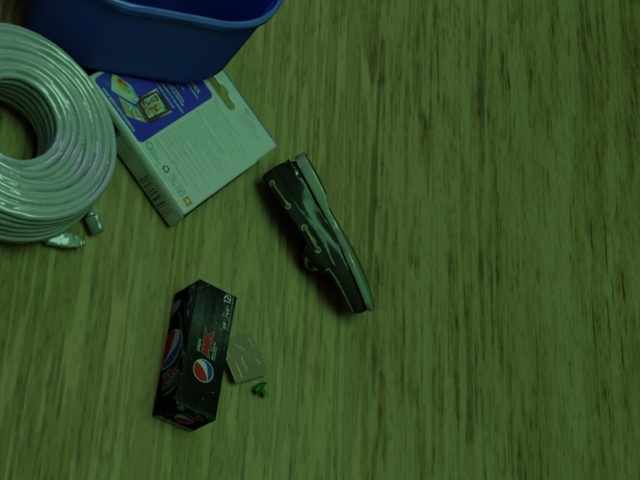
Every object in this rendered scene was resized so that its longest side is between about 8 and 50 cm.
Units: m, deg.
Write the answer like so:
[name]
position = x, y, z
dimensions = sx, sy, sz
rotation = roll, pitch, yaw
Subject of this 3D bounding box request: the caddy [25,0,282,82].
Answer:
[caddy]
position = -0.209, -0.339, 1.752
dimensions = 0.341, 0.179, 0.241
rotation = 5, 56, -32

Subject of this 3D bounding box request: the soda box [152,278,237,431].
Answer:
[soda box]
position = -0.148, 0.134, 1.689
dimensions = 0.060, 0.053, 0.169
rotation = 28, 51, -28

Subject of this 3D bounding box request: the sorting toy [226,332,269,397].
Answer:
[sorting toy]
position = -0.091, 0.157, 1.758
dimensions = 0.062, 0.012, 0.083
rotation = -9, 72, -49

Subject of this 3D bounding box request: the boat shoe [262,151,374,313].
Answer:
[boat shoe]
position = 0.000, 0.000, 1.887
dimensions = 0.081, 0.069, 0.227
rotation = -45, 109, -86

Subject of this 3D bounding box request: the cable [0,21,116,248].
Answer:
[cable]
position = -0.353, -0.120, 1.609
dimensions = 0.257, 0.089, 0.257
rotation = 0, 69, -42

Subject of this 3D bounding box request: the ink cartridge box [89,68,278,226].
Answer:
[ink cartridge box]
position = -0.178, -0.152, 1.816
dimensions = 0.206, 0.045, 0.208
rotation = 55, 45, -5
